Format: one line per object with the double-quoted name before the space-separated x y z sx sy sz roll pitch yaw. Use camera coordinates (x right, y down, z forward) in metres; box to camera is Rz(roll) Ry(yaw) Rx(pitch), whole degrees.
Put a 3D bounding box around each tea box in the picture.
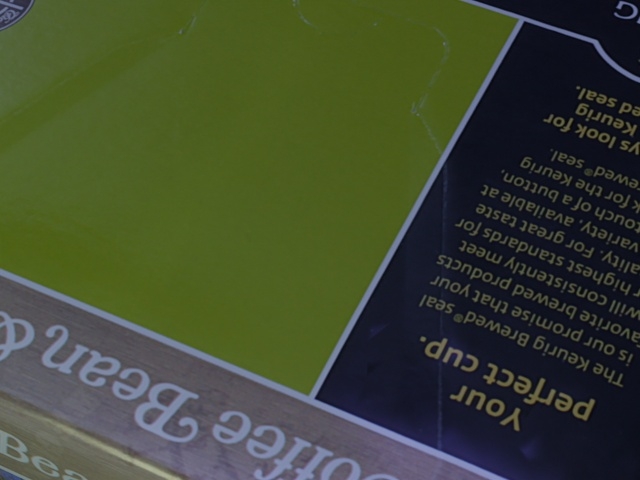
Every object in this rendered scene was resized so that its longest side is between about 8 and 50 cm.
"tea box" 0.000 0.000 0.582 0.329 0.220 0.323 21 58 18
